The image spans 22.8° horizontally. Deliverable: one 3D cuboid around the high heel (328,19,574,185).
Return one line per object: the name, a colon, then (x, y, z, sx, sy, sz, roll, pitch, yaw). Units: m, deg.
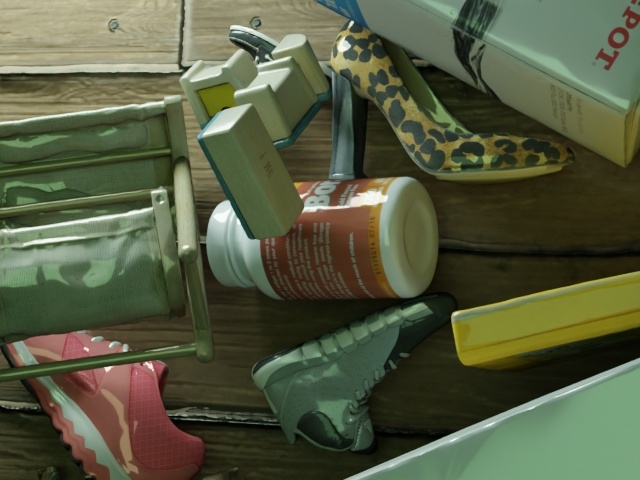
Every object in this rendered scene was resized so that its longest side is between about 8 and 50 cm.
high heel: (0.129, -0.150, 1.602, 0.261, 0.093, 0.186, 2, 87, 22)

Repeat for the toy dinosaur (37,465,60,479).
toy dinosaur: (-0.312, 0.350, 1.711, 0.112, 0.064, 0.211, 22, 82, 35)

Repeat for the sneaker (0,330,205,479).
sneaker: (-0.235, 0.150, 1.691, 0.136, 0.116, 0.314, -34, 75, -10)

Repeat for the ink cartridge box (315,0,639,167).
ink cartridge box: (0.199, -0.295, 1.532, 0.395, 0.166, 0.285, 31, 82, 17)

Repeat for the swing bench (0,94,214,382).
swing bench: (-0.249, -0.002, 1.612, 0.253, 0.165, 0.255, -7, 43, -3)

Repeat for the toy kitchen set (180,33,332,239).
toy kitchen set: (-0.085, -0.097, 1.599, 0.166, 0.207, 0.122, -10, 118, 33)

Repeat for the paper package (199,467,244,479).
paper package: (-0.127, 0.451, 1.583, 0.309, 0.168, 0.325, -39, 76, 11)

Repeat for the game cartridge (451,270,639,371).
game cartridge: (0.302, 0.063, 1.430, 0.323, 0.285, 0.053, -12, 81, 16)

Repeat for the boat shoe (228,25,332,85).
boat shoe: (-0.046, -0.188, 1.683, 0.125, 0.046, 0.038, 27, 88, 9)

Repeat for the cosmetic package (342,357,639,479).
cosmetic package: (0.230, 0.304, 1.373, 0.327, 0.393, 0.329, -24, 79, 13)

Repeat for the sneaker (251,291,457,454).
sneaker: (0.053, 0.144, 1.611, 0.228, 0.086, 0.132, -23, 87, 19)

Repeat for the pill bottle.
pill bottle: (0.000, 0.000, 1.603, 0.216, 0.121, 0.121, -2, 84, 26)
